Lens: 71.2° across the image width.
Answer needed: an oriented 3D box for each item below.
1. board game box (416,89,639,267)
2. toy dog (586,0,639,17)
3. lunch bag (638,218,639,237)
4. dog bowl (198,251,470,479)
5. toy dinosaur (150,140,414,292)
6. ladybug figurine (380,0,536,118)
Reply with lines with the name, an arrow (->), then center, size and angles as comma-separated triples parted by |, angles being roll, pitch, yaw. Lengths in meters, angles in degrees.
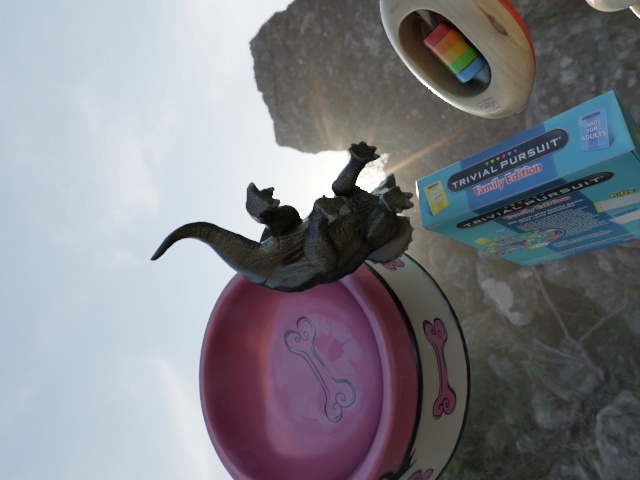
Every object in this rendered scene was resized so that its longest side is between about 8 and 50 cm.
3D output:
board game box -> 0.343, -0.055, 0.646 | 0.336, 0.253, 0.079 | 16, -118, -41
toy dog -> 0.558, -0.581, 0.827 | 0.408, 0.284, 0.395 | -38, -70, -61
lunch bag -> 0.534, -0.006, 0.501 | 0.243, 0.303, 0.115 | 60, 169, -1
dog bowl -> -0.011, 0.185, 0.639 | 0.150, 0.408, 0.408 | 12, -107, -52
toy dinosaur -> 0.000, 0.000, 0.458 | 0.121, 0.313, 0.160 | 48, 150, 29
ladybug figurine -> 0.345, -0.483, 1.069 | 0.162, 0.449, 0.305 | -52, 15, -14
